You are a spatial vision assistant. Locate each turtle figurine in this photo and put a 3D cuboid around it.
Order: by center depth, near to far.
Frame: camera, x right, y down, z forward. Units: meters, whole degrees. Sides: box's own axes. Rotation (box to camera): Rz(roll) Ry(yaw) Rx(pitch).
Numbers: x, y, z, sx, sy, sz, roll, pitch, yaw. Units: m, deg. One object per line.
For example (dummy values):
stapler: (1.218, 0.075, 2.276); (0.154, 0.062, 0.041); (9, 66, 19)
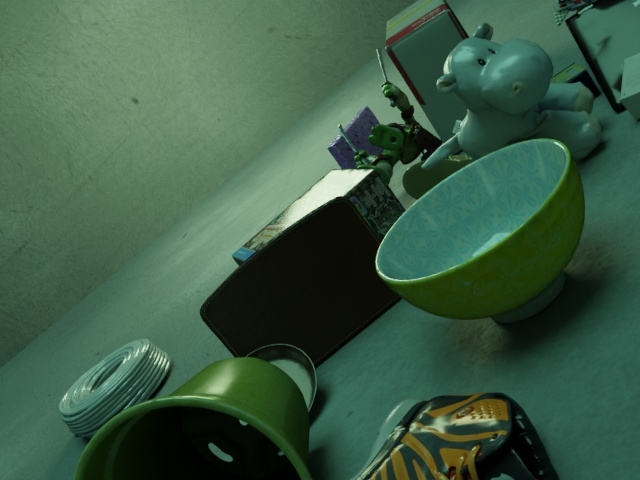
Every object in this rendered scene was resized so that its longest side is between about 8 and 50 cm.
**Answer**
turtle figurine: (0.119, -0.232, 1.664); (0.197, 0.275, 0.266); (-36, 9, 26)

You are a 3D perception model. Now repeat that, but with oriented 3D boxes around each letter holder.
letter holder: (-0.039, 0.075, 1.291); (0.302, 0.214, 0.152); (-39, 17, -3)

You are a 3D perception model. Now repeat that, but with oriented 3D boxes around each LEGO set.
LEGO set: (0.571, -0.483, 1.487); (0.182, 0.060, 0.244); (-6, -17, -33)

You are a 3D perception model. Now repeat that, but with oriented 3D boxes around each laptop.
laptop: (0.693, -0.415, 1.436); (0.382, 0.236, 0.408); (-30, 47, 24)

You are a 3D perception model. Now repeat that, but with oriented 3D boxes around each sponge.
sponge: (0.103, -0.254, 2.018); (0.031, 0.117, 0.210); (-18, 25, 45)

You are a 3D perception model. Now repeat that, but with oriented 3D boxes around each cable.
cable: (-0.454, 0.321, 1.692); (0.257, 0.089, 0.257); (-46, 19, -26)

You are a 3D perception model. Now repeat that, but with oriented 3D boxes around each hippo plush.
hippo plush: (0.311, -0.252, 1.273); (0.294, 0.237, 0.234); (19, 60, 42)

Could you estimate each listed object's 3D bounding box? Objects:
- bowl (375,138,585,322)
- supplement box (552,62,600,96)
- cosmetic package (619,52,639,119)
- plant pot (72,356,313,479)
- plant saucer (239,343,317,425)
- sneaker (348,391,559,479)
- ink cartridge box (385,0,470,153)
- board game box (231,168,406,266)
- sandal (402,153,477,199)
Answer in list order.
bowl: (0.233, 0.014, 1.007); (0.289, 0.156, 0.289); (-34, 17, 12)
supplement box: (0.476, -0.289, 1.471); (0.083, 0.056, 0.083); (-33, 18, 15)
cosmetic package: (0.588, -0.274, 1.177); (0.239, 0.060, 0.099); (-19, 40, 46)
plant pot: (-0.119, 0.270, 0.936); (0.276, 0.276, 0.254); (-34, 6, 13)
plant saucer: (-0.076, 0.238, 1.165); (0.168, 0.029, 0.168); (-15, 49, 19)
sneaker: (0.108, 0.248, 0.708); (0.180, 0.125, 0.321); (-24, 22, 40)
ink cartridge box: (0.285, -0.404, 1.767); (0.160, 0.279, 0.385); (-31, 18, 17)
board game box: (0.000, 0.000, 1.530); (0.291, 0.141, 0.232); (-42, 17, -14)
sandal: (0.277, -0.125, 1.460); (0.240, 0.088, 0.079); (-12, -2, 41)
